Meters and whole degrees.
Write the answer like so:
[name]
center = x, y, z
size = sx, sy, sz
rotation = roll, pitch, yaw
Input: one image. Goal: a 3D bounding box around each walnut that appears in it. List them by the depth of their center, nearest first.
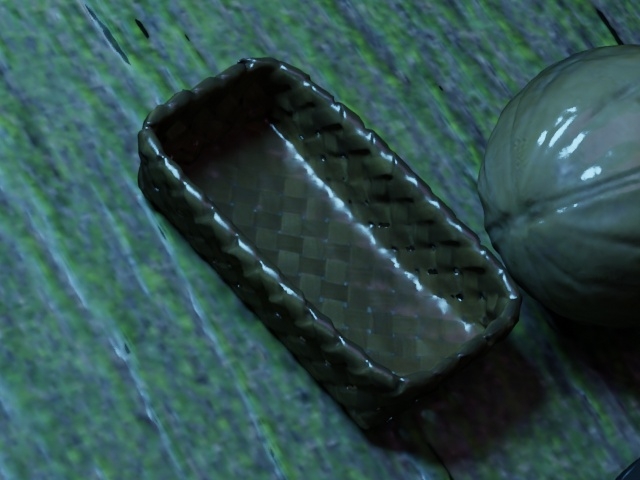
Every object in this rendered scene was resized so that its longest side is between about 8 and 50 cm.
[walnut]
center = 0.151, -0.027, 0.925
size = 0.140, 0.140, 0.162
rotation = 51, 25, 19

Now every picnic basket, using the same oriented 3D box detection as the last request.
[picnic basket]
center = 0.000, 0.000, 0.901
size = 0.110, 0.055, 0.193
rotation = -32, 71, -34

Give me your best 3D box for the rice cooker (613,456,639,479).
[rice cooker]
center = 0.159, 0.149, 0.819
size = 0.112, 0.106, 0.165
rotation = 47, 43, 12
